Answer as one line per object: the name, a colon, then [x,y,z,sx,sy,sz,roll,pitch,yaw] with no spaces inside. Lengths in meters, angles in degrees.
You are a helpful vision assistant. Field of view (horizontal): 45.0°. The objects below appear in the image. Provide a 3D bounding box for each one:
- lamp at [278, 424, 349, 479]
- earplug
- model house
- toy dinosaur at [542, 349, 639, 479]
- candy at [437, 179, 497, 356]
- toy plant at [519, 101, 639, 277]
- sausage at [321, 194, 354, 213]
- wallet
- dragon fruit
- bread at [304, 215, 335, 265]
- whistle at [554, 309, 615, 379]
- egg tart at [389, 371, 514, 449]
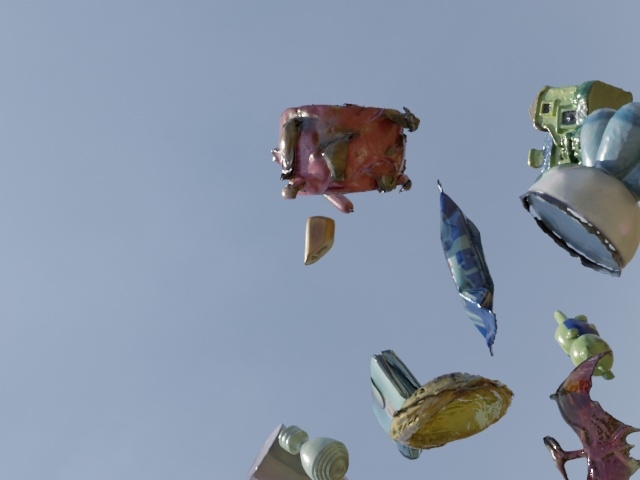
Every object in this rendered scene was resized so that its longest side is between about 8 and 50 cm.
lamp: [-0.013,0.491,1.789,0.106,0.193,0.106,-14,-67,-37]
earplug: [-0.024,0.626,1.985,0.172,0.301,0.172,-56,1,2]
model house: [0.527,-0.221,1.637,0.195,0.189,0.214,0,-84,-39]
toy dinosaur: [0.522,0.383,1.378,0.113,0.327,0.206,5,-48,-43]
candy: [0.284,0.047,1.496,0.187,0.077,0.331,67,-170,-58]
toy plant: [0.556,-0.128,1.412,0.332,0.247,0.247,-49,-39,-2]
sausage: [-0.004,-0.112,1.541,0.029,0.223,0.029,-25,-44,-27]
wallet: [0.187,0.395,1.863,0.075,0.176,0.250,-22,-44,-16]
dragon fruit: [0.036,-0.127,1.188,0.211,0.282,0.147,4,-88,-41]
bread: [0.001,0.001,1.590,0.049,0.062,0.103,13,-101,-68]
whistle: [0.563,0.218,1.664,0.085,0.227,0.105,-43,-67,13]
egg tart: [0.266,0.345,1.607,0.279,0.279,0.095,42,-156,-52]
